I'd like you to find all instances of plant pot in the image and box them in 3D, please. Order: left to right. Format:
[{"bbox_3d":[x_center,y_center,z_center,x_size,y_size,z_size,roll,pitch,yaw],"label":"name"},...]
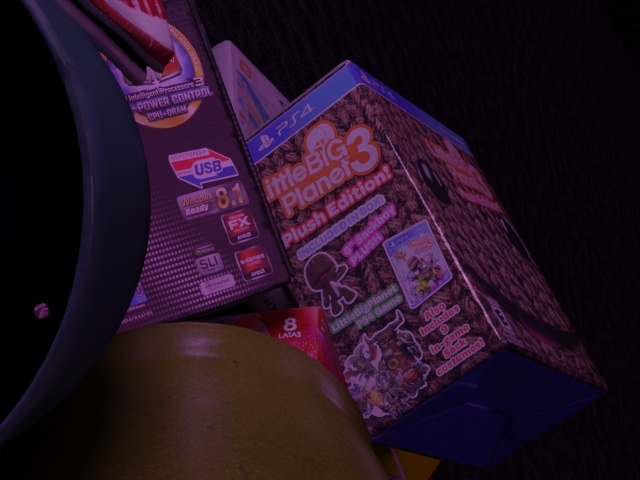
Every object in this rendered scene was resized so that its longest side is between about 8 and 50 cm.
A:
[{"bbox_3d":[-0.218,-0.017,0.792,0.235,0.293,0.293,1,69,-80],"label":"plant pot"},{"bbox_3d":[-0.069,0.236,0.856,0.366,0.366,0.353,55,15,-30],"label":"plant pot"}]

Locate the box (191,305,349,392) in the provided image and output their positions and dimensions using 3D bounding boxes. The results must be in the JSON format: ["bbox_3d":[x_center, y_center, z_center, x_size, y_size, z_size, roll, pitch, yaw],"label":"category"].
[{"bbox_3d":[-0.031,0.182,1.143,0.128,0.122,0.257,-87,166,-46],"label":"box"}]

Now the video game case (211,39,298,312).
[{"bbox_3d":[0.000,0.000,1.477,0.300,0.036,0.329,44,25,-33],"label":"video game case"}]

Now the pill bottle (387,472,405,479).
[{"bbox_3d":[0.088,0.303,1.383,0.229,0.131,0.131,43,34,-47],"label":"pill bottle"}]

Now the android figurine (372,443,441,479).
[{"bbox_3d":[0.045,0.172,1.501,0.248,0.056,0.273,67,22,-6],"label":"android figurine"}]

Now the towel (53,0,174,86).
[{"bbox_3d":[-0.191,-0.259,0.908,0.237,0.037,0.329,43,19,-46],"label":"towel"}]

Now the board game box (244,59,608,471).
[{"bbox_3d":[0.083,0.029,1.338,0.232,0.141,0.291,24,34,-57],"label":"board game box"}]

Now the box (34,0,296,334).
[{"bbox_3d":[-0.168,-0.033,1.021,0.270,0.060,0.216,-17,85,-37],"label":"box"}]
